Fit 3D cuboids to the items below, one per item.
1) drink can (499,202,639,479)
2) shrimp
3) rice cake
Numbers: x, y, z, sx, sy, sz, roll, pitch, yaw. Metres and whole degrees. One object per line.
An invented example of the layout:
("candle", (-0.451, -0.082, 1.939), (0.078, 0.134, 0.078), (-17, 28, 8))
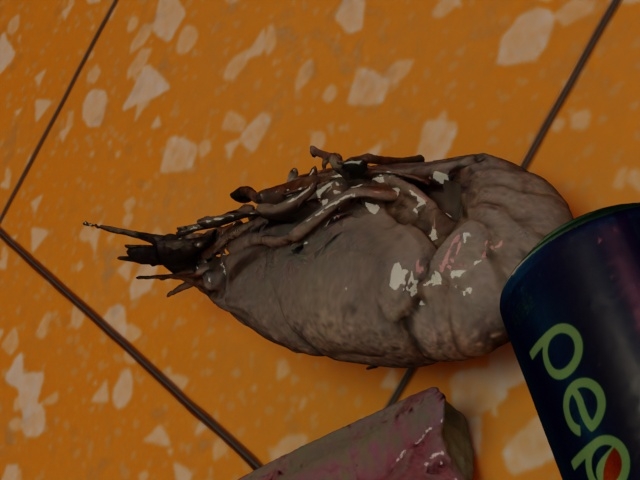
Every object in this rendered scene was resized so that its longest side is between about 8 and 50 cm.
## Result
("drink can", (0.164, 0.087, 0.570), (0.118, 0.118, 0.205), (-36, 50, 26))
("shrimp", (-0.004, 0.003, 0.765), (0.343, 0.116, 0.145), (0, 72, 36))
("rice cake", (-0.025, 0.177, 0.752), (0.290, 0.051, 0.081), (-31, 53, 30))
